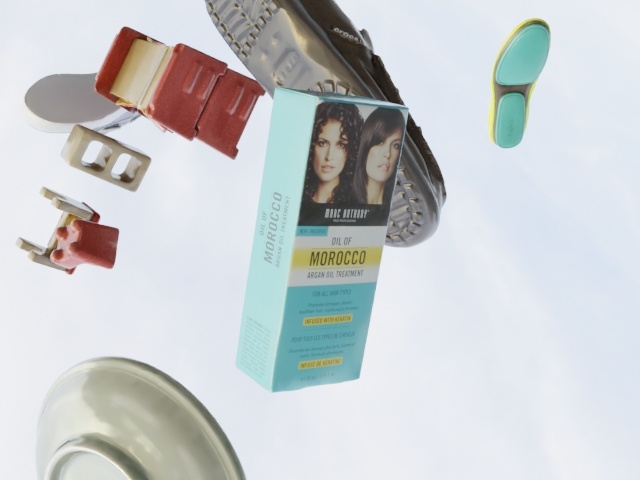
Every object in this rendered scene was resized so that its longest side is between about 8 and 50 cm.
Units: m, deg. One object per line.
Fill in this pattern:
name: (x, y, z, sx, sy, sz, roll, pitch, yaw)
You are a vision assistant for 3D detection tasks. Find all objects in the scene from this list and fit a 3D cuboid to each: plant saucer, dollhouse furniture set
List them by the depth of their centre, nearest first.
plant saucer: (-0.284, 0.366, 1.189, 0.400, 0.400, 0.100, 40, -150, 15)
dollhouse furniture set: (-0.260, -0.102, 1.192, 0.152, 0.374, 0.201, 24, -175, -41)

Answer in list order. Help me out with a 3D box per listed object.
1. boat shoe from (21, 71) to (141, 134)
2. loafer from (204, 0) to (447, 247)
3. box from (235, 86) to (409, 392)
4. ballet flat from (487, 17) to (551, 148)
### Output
boat shoe: (-0.374, -0.214, 1.361, 0.108, 0.102, 0.301, 41, -148, 3)
loafer: (0.028, -0.165, 0.875, 0.130, 0.134, 0.366, -31, -91, -41)
box: (0.000, 0.000, 0.704, 0.100, 0.244, 0.060, -1, -163, -38)
ballet flat: (0.286, -0.244, 1.250, 0.077, 0.231, 0.077, -2, -134, -4)
